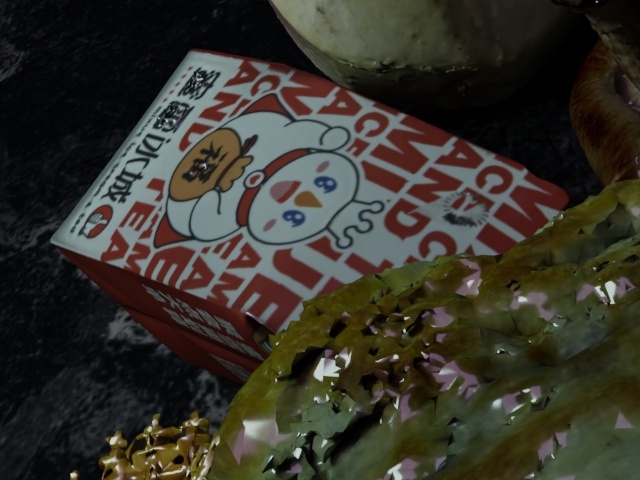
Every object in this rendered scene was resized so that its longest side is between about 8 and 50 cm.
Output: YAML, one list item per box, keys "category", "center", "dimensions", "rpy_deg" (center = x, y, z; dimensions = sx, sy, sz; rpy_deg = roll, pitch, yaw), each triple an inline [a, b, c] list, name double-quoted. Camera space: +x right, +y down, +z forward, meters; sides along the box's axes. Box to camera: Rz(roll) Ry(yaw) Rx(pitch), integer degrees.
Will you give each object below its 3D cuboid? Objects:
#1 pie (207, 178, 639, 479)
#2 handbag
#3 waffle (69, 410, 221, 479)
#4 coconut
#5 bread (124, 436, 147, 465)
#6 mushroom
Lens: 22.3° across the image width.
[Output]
- category: "pie"
  center: [0.147, 0.143, 0.545]
  dimensions: [0.395, 0.180, 0.418]
  rpy_deg: [-20, 34, -10]
- category: "handbag"
  center: [0.000, 0.000, 0.932]
  dimensions: [0.298, 0.151, 0.171]
  rpy_deg: [14, 65, 51]
- category: "waffle"
  center: [-0.090, 0.187, 0.876]
  dimensions: [0.193, 0.070, 0.197]
  rpy_deg: [-43, 52, -2]
- category: "coconut"
  center: [0.063, -0.209, 1.009]
  dimensions: [0.259, 0.259, 0.259]
  rpy_deg: [-27, 39, 25]
- category: "bread"
  center: [-0.119, 0.171, 0.974]
  dimensions: [0.103, 0.049, 0.062]
  rpy_deg: [-53, 36, -7]
- category: "mushroom"
  center: [0.164, -0.100, 0.803]
  dimensions: [0.148, 0.217, 0.227]
  rpy_deg: [-39, 36, 12]
